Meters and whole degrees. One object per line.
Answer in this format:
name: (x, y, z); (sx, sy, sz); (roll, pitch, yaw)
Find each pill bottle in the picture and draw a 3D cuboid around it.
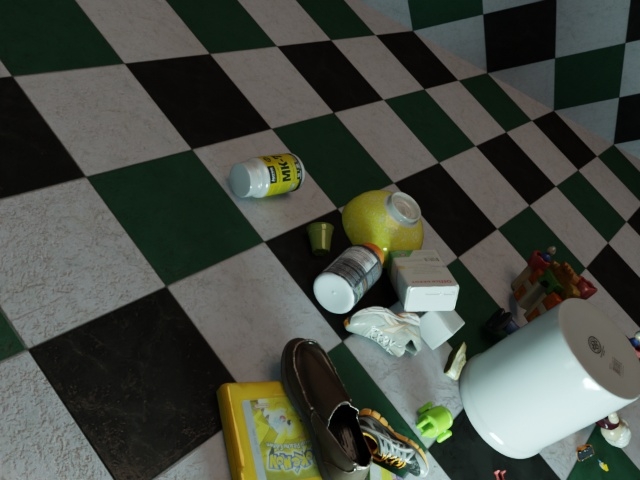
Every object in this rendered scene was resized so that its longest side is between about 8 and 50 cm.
pill bottle: (-0.157, -0.190, 1.864); (0.208, 0.119, 0.119); (-16, 66, -45)
pill bottle: (0.093, 0.094, 1.799); (0.130, 0.130, 0.245); (45, 40, 4)

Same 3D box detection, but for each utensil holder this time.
utensil holder: (0.637, 0.384, 1.774); (0.327, 0.385, 0.327); (21, 44, -22)

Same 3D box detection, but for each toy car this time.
toy car: (0.827, 0.675, 1.949); (0.122, 0.060, 0.040); (51, -6, -15)

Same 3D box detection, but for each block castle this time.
block castle: (0.859, 0.224, 2.132); (0.303, 0.213, 0.453); (28, 24, -14)

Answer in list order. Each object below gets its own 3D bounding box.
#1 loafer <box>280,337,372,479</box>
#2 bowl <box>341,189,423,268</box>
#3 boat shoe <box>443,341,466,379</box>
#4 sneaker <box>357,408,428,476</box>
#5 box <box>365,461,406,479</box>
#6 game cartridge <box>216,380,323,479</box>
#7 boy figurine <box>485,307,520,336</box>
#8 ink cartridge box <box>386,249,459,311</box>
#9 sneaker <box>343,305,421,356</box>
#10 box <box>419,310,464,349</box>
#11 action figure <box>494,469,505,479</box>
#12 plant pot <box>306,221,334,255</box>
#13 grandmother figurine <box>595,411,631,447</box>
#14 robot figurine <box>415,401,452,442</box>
loafer: (0.030, 0.373, 1.427); (0.134, 0.130, 0.366); (-5, 60, -40)
bowl: (0.230, -0.065, 2.028); (0.289, 0.156, 0.289); (21, 45, -22)
boat shoe: (0.407, 0.358, 1.879); (0.045, 0.050, 0.135); (42, 50, -4)
sneaker: (0.164, 0.507, 1.535); (0.215, 0.084, 0.083); (37, 43, 8)
box: (0.157, 0.589, 1.454); (0.179, 0.043, 0.105); (36, 37, -29)
game cartridge: (-0.069, 0.468, 1.402); (0.285, 0.053, 0.324); (6, 51, -35)
boy figurine: (0.661, 0.340, 2.039); (0.285, 0.092, 0.177); (46, -1, -12)
ink cartridge box: (0.299, 0.116, 1.883); (0.154, 0.093, 0.212); (-1, 27, -11)
sneaker: (0.185, 0.259, 1.756); (0.262, 0.099, 0.121); (10, 54, -30)
box: (0.351, 0.248, 1.886); (0.102, 0.101, 0.087); (51, 42, 11)
action figure: (0.497, 0.672, 1.685); (0.038, 0.030, 0.115); (17, 48, -33)
plant pot: (0.000, 0.000, 1.858); (0.083, 0.083, 0.079); (14, 59, -28)
grandmother figurine: (0.864, 0.535, 2.007); (0.342, 0.104, 0.208); (44, 4, -16)
robot figurine: (0.304, 0.478, 1.673); (0.115, 0.067, 0.101); (-12, 59, -44)
